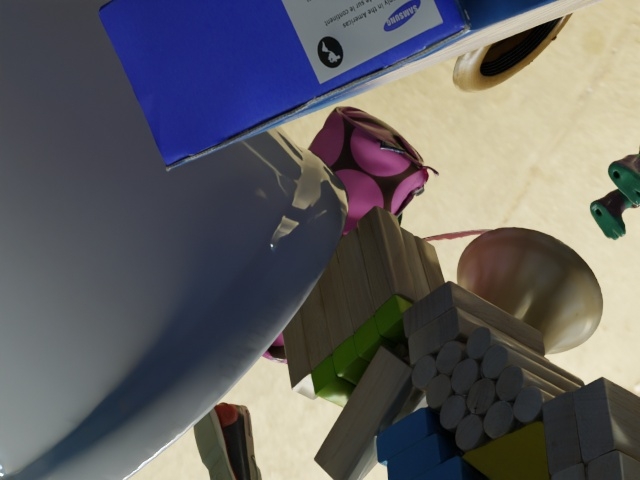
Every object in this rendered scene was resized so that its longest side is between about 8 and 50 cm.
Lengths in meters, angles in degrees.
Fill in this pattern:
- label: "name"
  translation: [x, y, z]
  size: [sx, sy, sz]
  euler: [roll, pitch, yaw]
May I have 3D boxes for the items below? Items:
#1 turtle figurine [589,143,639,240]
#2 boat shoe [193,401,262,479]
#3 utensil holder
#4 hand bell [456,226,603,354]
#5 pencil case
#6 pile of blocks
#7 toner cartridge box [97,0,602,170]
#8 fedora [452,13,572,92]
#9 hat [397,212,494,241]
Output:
- label: "turtle figurine"
  translation: [0.431, -0.096, 1.552]
  size: [0.234, 0.118, 0.175]
  euler: [-29, 135, -25]
- label: "boat shoe"
  translation: [-0.062, 0.187, 0.999]
  size: [0.043, 0.137, 0.049]
  euler: [5, 143, -34]
- label: "utensil holder"
  translation: [-0.227, -0.066, 0.803]
  size: [0.327, 0.327, 0.385]
  euler: [-39, 107, 6]
- label: "hand bell"
  translation: [0.119, 0.107, 0.978]
  size: [0.126, 0.242, 0.126]
  euler: [16, 131, 20]
- label: "pencil case"
  translation: [0.000, 0.000, 1.024]
  size: [0.098, 0.095, 0.209]
  euler: [33, 103, -2]
- label: "pile of blocks"
  translation: [0.095, 0.110, 0.769]
  size: [0.112, 0.362, 0.149]
  euler: [29, 96, -31]
- label: "toner cartridge box"
  translation: [0.083, -0.132, 0.589]
  size: [0.165, 0.348, 0.075]
  euler: [-17, 97, 43]
- label: "fedora"
  translation: [0.199, -0.247, 1.399]
  size: [0.194, 0.194, 0.079]
  euler: [-46, 70, 8]
- label: "hat"
  translation: [0.070, -0.021, 1.496]
  size: [0.208, 0.183, 0.173]
  euler: [-35, 110, -30]
